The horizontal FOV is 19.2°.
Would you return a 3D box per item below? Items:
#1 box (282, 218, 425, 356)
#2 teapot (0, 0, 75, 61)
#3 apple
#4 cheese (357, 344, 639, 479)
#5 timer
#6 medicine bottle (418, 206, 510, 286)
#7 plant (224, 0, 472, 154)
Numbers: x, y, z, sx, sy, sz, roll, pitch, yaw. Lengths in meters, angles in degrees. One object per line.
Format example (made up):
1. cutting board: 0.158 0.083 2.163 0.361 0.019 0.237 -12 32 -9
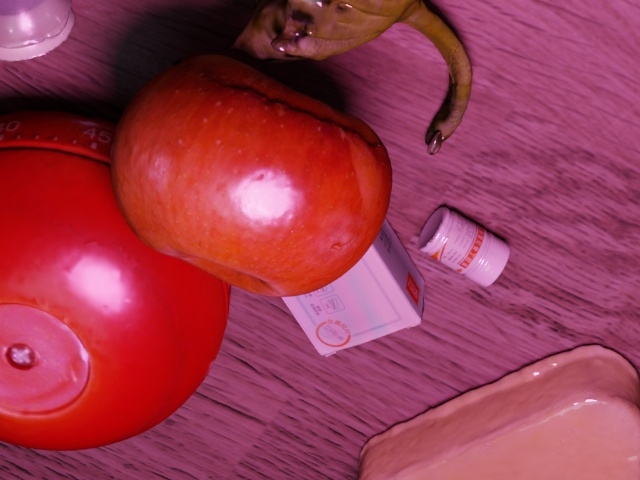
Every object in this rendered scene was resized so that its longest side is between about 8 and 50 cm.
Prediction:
1. box: 0.000 0.000 2.078 0.135 0.079 0.269 -20 123 22
2. teapot: -0.316 -0.298 1.840 0.183 0.183 0.251 0 138 8
3. apple: -0.068 -0.059 1.845 0.272 0.251 0.206 25 90 -35
4. cheese: 0.268 0.274 2.242 0.384 0.104 0.384 4 128 5
5. timer: -0.284 0.049 2.034 0.378 0.279 0.378 5 126 7
6. medicine bottle: 0.157 0.006 2.076 0.089 0.057 0.057 30 126 -15
7. plant: 0.062 -0.253 1.886 0.251 0.180 0.333 -42 145 26
